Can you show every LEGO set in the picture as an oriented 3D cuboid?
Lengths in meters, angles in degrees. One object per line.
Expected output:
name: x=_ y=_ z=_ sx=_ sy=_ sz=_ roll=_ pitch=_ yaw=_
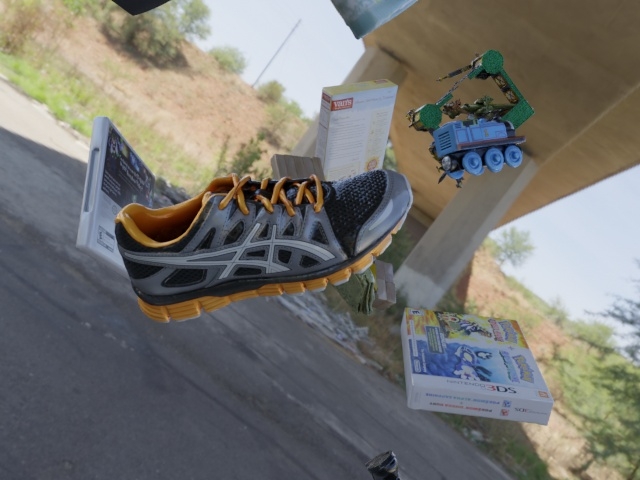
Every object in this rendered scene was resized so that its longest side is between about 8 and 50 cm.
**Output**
LEGO set: x=0.381 y=-0.327 z=1.467 sx=0.255 sy=0.331 sz=0.192 roll=42 pitch=-6 yaw=-9

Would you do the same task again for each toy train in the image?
toy train: x=0.305 y=-0.179 z=1.040 sx=0.184 sy=0.105 sz=0.080 roll=-12 pitch=1 yaw=-23

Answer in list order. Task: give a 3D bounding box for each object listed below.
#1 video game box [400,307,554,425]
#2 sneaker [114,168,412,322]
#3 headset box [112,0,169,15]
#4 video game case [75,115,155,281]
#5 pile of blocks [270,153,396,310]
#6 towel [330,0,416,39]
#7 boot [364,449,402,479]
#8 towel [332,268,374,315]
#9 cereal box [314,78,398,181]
video game box: x=0.219 y=0.177 z=0.810 sx=0.187 sy=0.048 sz=0.205 roll=8 pitch=24 yaw=1
sneaker: x=-0.042 y=-0.010 z=0.380 sx=0.084 sy=0.215 sz=0.083 roll=-103 pitch=173 yaw=-58
headset box: x=-0.276 y=-0.447 z=0.682 sx=0.218 sy=0.110 sz=0.293 roll=13 pitch=63 yaw=-73
video game case: x=-0.270 y=-0.045 z=0.743 sx=0.022 sy=0.173 sz=0.190 roll=0 pitch=-17 yaw=2
pile of blocks: x=0.000 y=0.000 z=1.077 sx=0.149 sy=0.113 sz=0.362 roll=-28 pitch=80 yaw=-40
towel: x=0.078 y=-0.551 z=0.943 sx=0.320 sy=0.374 sz=0.090 roll=52 pitch=-38 yaw=-11
boot: x=0.109 y=0.358 z=0.789 sx=0.099 sy=0.045 sz=0.121 roll=55 pitch=-15 yaw=17
towel: x=0.027 y=0.033 z=0.776 sx=0.148 sy=0.027 sz=0.110 roll=49 pitch=-23 yaw=26
cereal box: x=0.073 y=-0.230 z=1.218 sx=0.173 sy=0.240 sz=0.047 roll=-16 pitch=42 yaw=-28
